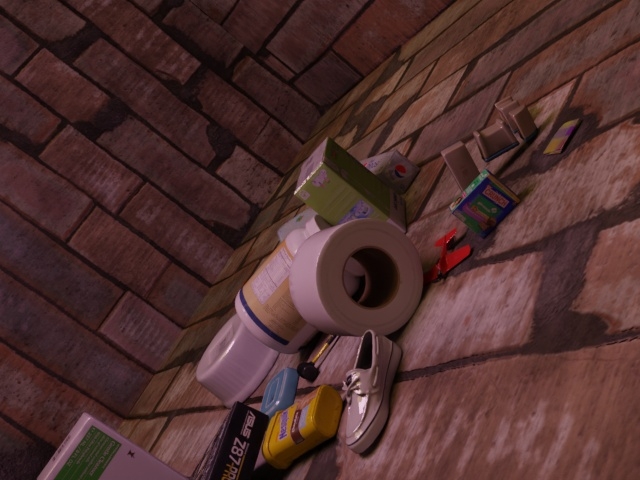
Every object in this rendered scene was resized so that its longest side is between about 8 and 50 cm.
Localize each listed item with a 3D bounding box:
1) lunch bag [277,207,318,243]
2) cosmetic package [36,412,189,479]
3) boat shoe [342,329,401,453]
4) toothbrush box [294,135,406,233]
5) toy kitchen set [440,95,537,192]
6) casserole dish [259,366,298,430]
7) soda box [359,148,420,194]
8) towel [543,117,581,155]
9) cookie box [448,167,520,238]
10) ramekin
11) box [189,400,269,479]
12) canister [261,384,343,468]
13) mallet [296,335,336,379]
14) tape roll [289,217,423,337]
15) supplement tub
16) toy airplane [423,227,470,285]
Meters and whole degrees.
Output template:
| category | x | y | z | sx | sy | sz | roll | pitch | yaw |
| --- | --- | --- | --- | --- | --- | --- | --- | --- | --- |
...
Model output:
| category | x | y | z | sx | sy | sz | roll | pitch | yaw |
| --- | --- | --- | --- | --- | --- | --- | --- | --- | --- |
| lunch bag | 0.000 | 0.000 | 2.203 | 0.224 | 0.108 | 0.279 | -30 | 28 | 2 |
| cosmetic package | -0.465 | 0.593 | 1.807 | 0.197 | 0.365 | 0.155 | -58 | 14 | -19 |
| boat shoe | 0.080 | 0.278 | 1.421 | 0.095 | 0.084 | 0.258 | -41 | 17 | 36 |
| toothbrush box | 0.083 | -0.113 | 1.975 | 0.122 | 0.283 | 0.206 | -47 | 15 | 23 |
| toy kitchen set | 0.379 | -0.211 | 1.693 | 0.207 | 0.122 | 0.166 | -29 | 18 | 9 |
| casserole dish | -0.106 | 0.384 | 1.862 | 0.114 | 0.037 | 0.188 | -46 | 16 | 26 |
| soda box | 0.180 | -0.191 | 2.243 | 0.091 | 0.098 | 0.286 | -56 | 14 | -11 |
| towel | 0.478 | -0.203 | 1.496 | 0.083 | 0.009 | 0.060 | -55 | 13 | -13 |
| cookie box | 0.325 | -0.073 | 1.496 | 0.107 | 0.091 | 0.040 | -48 | 17 | 16 |
| ramekin | -0.242 | 0.338 | 2.207 | 0.277 | 0.135 | 0.277 | -49 | 14 | 16 |
| box | -0.243 | 0.576 | 1.557 | 0.318 | 0.097 | 0.395 | -58 | 9 | 32 |
| canister | -0.036 | 0.384 | 1.562 | 0.170 | 0.073 | 0.126 | -41 | 18 | 35 |
| mallet | 0.015 | 0.255 | 1.804 | 0.190 | 0.039 | 0.062 | -50 | 12 | -5 |
| tape roll | 0.073 | 0.082 | 1.601 | 0.246 | 0.246 | 0.169 | -56 | 14 | -16 |
| supplement tub | -0.043 | 0.111 | 1.934 | 0.316 | 0.228 | 0.228 | -48 | 14 | 16 |
| toy airplane | 0.260 | 0.031 | 1.575 | 0.151 | 0.028 | 0.151 | -49 | 14 | 16 |
